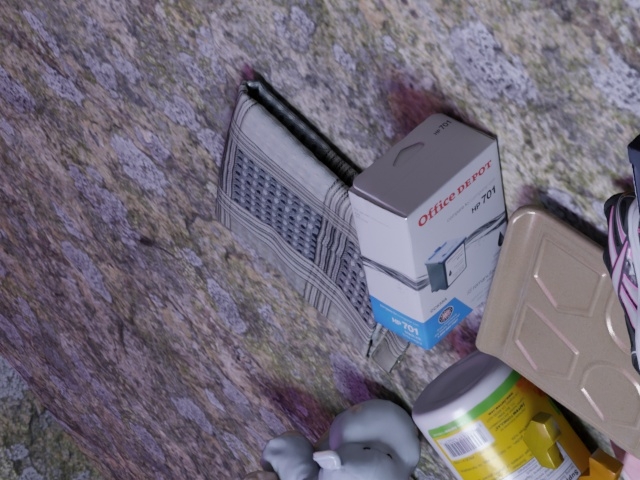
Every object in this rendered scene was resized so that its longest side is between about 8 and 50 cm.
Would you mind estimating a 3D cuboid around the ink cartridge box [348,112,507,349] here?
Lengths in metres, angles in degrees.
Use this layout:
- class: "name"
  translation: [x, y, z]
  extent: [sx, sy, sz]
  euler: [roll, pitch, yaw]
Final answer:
- class: "ink cartridge box"
  translation: [0.113, -0.008, 1.627]
  extent: [0.082, 0.139, 0.191]
  euler: [31, 149, 35]

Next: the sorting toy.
- class: "sorting toy"
  translation: [0.265, 0.124, 1.637]
  extent: [0.229, 0.041, 0.307]
  euler: [33, 138, 22]

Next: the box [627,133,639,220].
- class: "box"
  translation: [0.321, -0.044, 1.236]
  extent: [0.093, 0.158, 0.156]
  euler: [25, 146, 40]

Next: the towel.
- class: "towel"
  translation: [0.000, 0.000, 1.912]
  extent: [0.324, 0.056, 0.312]
  euler: [42, 153, 12]

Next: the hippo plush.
- class: "hippo plush"
  translation: [0.012, 0.318, 2.101]
  extent: [0.234, 0.294, 0.236]
  euler: [22, 141, 5]

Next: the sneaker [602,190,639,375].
- class: "sneaker"
  translation: [0.294, 0.035, 1.480]
  extent: [0.077, 0.072, 0.178]
  euler: [24, 121, 59]

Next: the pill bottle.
- class: "pill bottle"
  translation: [0.223, 0.247, 1.806]
  extent: [0.246, 0.136, 0.136]
  euler: [53, 154, -9]

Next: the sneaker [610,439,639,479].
- class: "sneaker"
  translation: [0.357, 0.239, 1.689]
  extent: [0.134, 0.051, 0.070]
  euler: [34, 152, 35]
